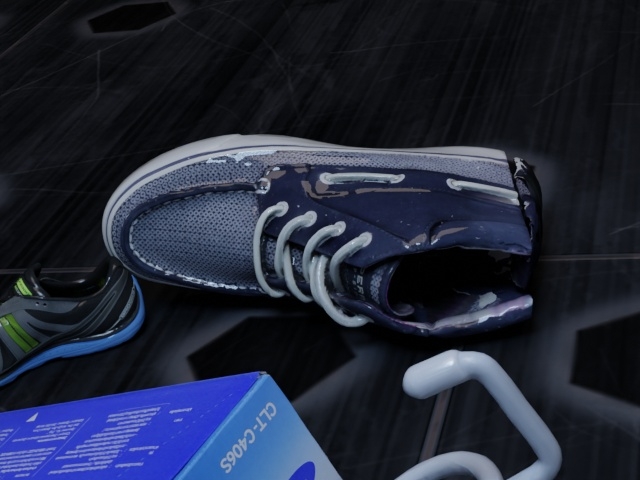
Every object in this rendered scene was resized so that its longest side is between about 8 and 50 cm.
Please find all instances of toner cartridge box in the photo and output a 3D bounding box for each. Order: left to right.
[{"bbox_3d":[-0.164,0.159,0.644,0.348,0.075,0.165,-14,27,45],"label":"toner cartridge box"}]

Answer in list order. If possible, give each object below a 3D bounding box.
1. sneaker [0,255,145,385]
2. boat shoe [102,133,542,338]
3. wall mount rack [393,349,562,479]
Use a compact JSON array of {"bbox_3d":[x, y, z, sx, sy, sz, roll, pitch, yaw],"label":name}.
[{"bbox_3d":[-0.227,0.059,1.003,0.188,0.078,0.067,-19,28,-17],"label":"sneaker"},{"bbox_3d":[0.000,0.000,0.977,0.341,0.127,0.158,-5,23,3],"label":"boat shoe"},{"bbox_3d":[-0.024,0.201,0.616,0.304,0.130,0.350,-33,20,18],"label":"wall mount rack"}]
